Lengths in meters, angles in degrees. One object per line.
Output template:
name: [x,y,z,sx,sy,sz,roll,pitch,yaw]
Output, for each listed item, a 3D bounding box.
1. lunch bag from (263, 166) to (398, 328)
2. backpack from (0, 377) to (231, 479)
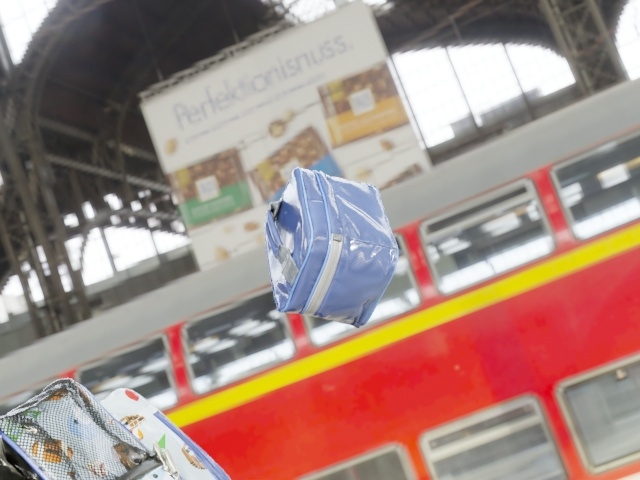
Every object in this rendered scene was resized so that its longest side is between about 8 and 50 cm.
lunch bag: [0.000,0.000,0.685,0.065,0.098,0.067,13,-58,-20]
backpack: [-0.181,0.273,0.915,0.213,0.263,0.277,-24,-31,-47]
